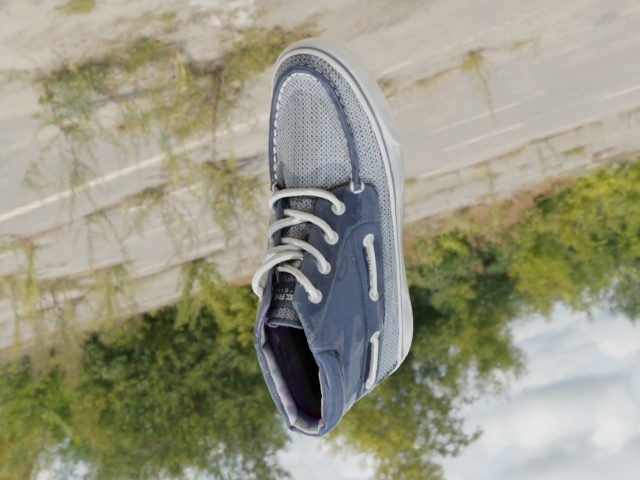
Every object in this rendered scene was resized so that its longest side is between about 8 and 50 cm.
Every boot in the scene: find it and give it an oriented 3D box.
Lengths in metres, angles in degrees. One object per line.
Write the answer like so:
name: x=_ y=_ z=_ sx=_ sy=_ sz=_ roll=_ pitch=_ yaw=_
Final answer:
boot: x=0.000 y=0.000 z=0.417 sx=0.069 sy=0.189 sz=0.086 roll=-2 pitch=-159 yaw=32
